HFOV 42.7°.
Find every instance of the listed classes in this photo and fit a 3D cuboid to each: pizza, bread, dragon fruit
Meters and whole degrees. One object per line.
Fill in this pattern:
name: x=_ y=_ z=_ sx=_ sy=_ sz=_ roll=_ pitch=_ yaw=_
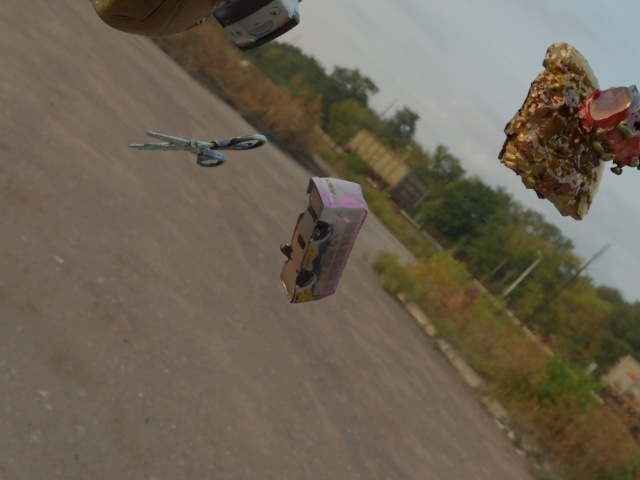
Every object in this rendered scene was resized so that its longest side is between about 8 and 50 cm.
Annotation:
pizza: x=0.526 y=-0.228 z=1.805 sx=0.114 sy=0.277 sz=0.409 roll=28 pitch=-52 yaw=61
bread: x=-0.270 y=-0.499 z=1.405 sx=0.250 sy=0.279 sz=0.225 roll=-15 pitch=61 yaw=-48
dragon fruit: x=0.620 y=-0.226 z=1.684 sx=0.172 sy=0.160 sz=0.166 roll=37 pitch=-1 yaw=-38

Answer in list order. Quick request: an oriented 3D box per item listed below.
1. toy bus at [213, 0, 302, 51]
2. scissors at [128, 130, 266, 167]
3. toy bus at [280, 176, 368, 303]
toy bus: x=-0.193 y=-0.767 z=2.263 sx=0.249 sy=0.209 sz=0.440 roll=41 pitch=38 yaw=-47
scissors: x=-0.352 y=-0.262 z=2.270 sx=0.383 sy=0.256 sz=0.029 roll=3 pitch=73 yaw=-50
toy bus: x=0.000 y=0.000 z=1.563 sx=0.112 sy=0.274 sz=0.090 roll=-3 pitch=48 yaw=-23
